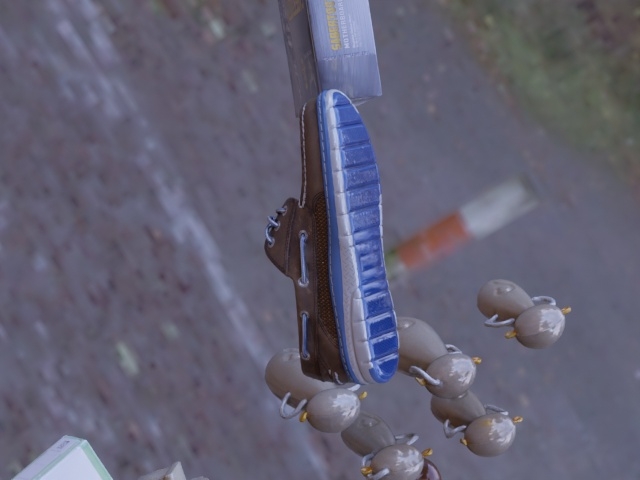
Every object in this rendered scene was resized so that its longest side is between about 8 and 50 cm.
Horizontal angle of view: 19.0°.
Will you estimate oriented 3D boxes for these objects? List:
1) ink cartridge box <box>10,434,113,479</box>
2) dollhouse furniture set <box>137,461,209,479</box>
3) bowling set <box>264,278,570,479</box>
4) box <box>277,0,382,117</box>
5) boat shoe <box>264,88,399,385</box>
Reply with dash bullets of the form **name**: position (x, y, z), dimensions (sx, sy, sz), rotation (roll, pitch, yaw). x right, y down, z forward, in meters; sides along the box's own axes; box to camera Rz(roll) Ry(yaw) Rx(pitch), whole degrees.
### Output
- **ink cartridge box**: position (-0.263, 0.315, 1.728), dimensions (0.056, 0.235, 0.171), rotation (1, -54, 57)
- **dollhouse furniture set**: position (-0.129, 0.335, 2.006), dimensions (0.161, 0.101, 0.182), rotation (-54, 127, -79)
- **bowling set**: position (0.108, 0.167, 1.751), dimensions (0.154, 0.287, 0.200), rotation (-145, -143, -66)
- **box**: position (0.000, -0.207, 1.708), dimensions (0.231, 0.056, 0.183), rotation (-166, -112, -84)
- **boat shoe**: position (0.000, 0.000, 1.178), dimensions (0.066, 0.066, 0.183), rotation (-4, 87, -66)
